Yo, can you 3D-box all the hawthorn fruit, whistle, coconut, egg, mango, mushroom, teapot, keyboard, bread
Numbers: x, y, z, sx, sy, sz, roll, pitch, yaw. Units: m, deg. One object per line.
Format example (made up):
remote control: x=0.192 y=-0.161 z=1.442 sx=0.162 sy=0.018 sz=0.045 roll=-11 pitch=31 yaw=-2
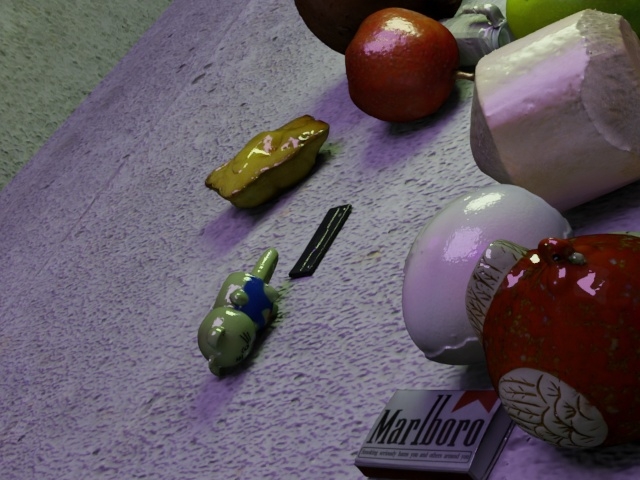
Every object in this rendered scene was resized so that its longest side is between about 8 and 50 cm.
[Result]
hawthorn fruit: x=0.154 y=-0.283 z=2.021 sx=0.225 sy=0.197 sz=0.196 roll=12 pitch=51 yaw=28
whistle: x=-0.114 y=0.102 z=1.813 sx=0.085 sy=0.105 sz=0.227 roll=20 pitch=53 yaw=13
coconut: x=0.302 y=-0.155 z=1.546 sx=0.244 sy=0.239 sz=0.239 roll=-24 pitch=30 yaw=24
egg: x=0.186 y=0.048 z=1.413 sx=0.183 sy=0.183 sz=0.217 roll=5 pitch=55 yaw=55
mango: x=0.427 y=-0.360 z=1.787 sx=0.343 sy=0.156 sz=0.192 roll=-12 pitch=35 yaw=41
mushroom: x=0.133 y=-0.502 z=2.192 sx=0.356 sy=0.334 sz=0.331 roll=-65 pitch=8 yaw=-14
teapot: x=0.255 y=-0.347 z=2.044 sx=0.077 sy=0.107 sz=0.200 roll=-37 pitch=24 yaw=-22
keyboard: x=0.000 y=0.000 z=1.920 sx=0.053 sy=0.010 sz=0.155 roll=-11 pitch=37 yaw=45
bread: x=-0.085 y=-0.136 z=2.169 sx=0.233 sy=0.088 sz=0.161 roll=-38 pitch=31 yaw=-5

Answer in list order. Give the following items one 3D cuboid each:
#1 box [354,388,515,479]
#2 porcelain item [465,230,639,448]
box: x=0.129 y=0.217 z=1.377 sx=0.177 sy=0.036 sz=0.115 roll=-8 pitch=38 yaw=47
porcelain item: x=0.263 y=0.074 z=1.216 sx=0.253 sy=0.253 sz=0.253 roll=-30 pitch=27 yaw=17
